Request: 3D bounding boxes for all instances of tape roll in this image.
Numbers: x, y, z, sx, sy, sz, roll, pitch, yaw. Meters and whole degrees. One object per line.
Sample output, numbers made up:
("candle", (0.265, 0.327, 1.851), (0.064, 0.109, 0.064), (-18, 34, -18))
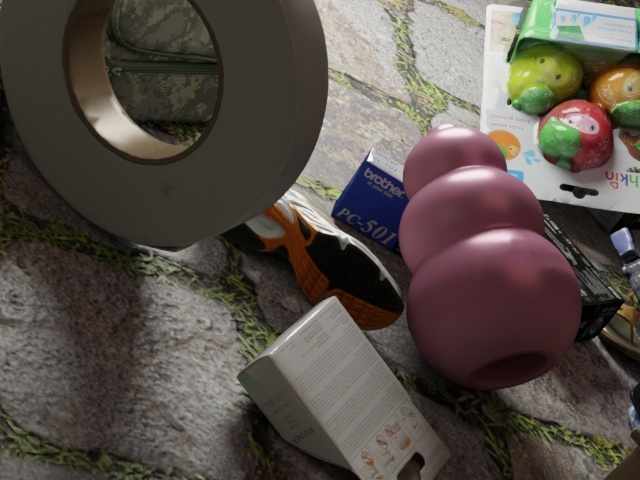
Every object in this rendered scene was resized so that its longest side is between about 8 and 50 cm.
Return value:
("tape roll", (-0.173, -0.185, 1.579), (0.392, 0.392, 0.072), (41, 31, 12))

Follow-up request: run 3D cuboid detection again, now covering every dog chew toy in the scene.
("dog chew toy", (0.188, 0.007, 1.785), (0.206, 0.206, 0.332), (9, 56, -36))

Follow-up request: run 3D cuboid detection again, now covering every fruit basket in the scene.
("fruit basket", (0.408, -0.209, 2.283), (0.326, 0.165, 0.353), (8, 55, -2))

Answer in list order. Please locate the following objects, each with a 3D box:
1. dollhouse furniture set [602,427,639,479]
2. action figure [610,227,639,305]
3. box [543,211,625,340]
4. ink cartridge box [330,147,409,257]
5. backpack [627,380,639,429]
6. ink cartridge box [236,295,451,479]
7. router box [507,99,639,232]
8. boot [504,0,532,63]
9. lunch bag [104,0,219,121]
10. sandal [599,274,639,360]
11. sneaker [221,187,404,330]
("dollhouse furniture set", (0.486, 0.366, 1.762), (0.303, 0.174, 0.355), (47, 8, 22))
("action figure", (0.554, 0.097, 2.088), (0.330, 0.178, 0.341), (24, 37, -45))
("box", (0.297, 0.050, 2.008), (0.147, 0.077, 0.180), (-2, 45, -46))
("ink cartridge box", (0.127, -0.024, 1.931), (0.207, 0.097, 0.046), (32, 30, -5))
("backpack", (0.455, 0.228, 1.897), (0.114, 0.084, 0.105), (14, 35, -22))
("ink cartridge box", (0.030, 0.188, 1.595), (0.225, 0.056, 0.181), (55, 31, -1))
("router box", (0.463, -0.150, 2.459), (0.243, 0.081, 0.309), (-6, 49, -48))
("boot", (0.380, -0.381, 2.724), (0.189, 0.076, 0.209), (31, 33, -36))
("lunch bag", (-0.210, -0.300, 1.840), (0.305, 0.256, 0.213), (-2, 45, -45))
("sandal", (0.418, 0.099, 2.084), (0.072, 0.049, 0.180), (21, 32, -22))
("sneaker", (0.000, 0.000, 1.777), (0.262, 0.099, 0.121), (38, 25, 5))
